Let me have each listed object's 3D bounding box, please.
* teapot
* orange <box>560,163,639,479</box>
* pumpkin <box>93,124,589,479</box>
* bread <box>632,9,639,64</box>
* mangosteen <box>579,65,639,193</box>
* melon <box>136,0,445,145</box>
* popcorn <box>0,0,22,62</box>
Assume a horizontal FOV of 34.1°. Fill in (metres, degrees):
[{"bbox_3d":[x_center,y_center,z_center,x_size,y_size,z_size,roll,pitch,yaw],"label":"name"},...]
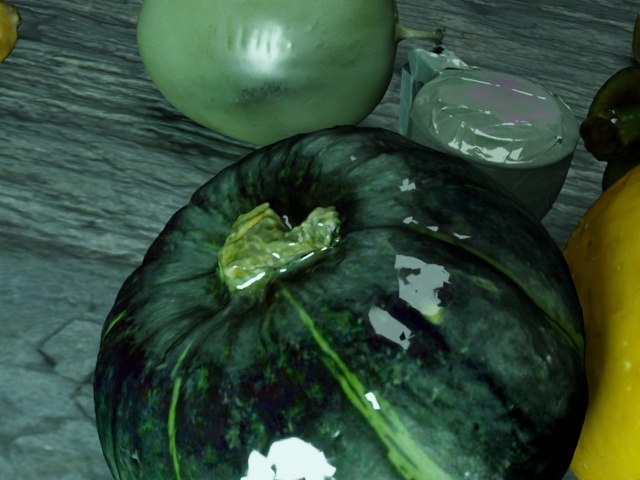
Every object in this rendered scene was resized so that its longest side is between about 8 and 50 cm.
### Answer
[{"bbox_3d":[0.138,-0.078,1.063,0.221,0.178,0.163,31,44,25],"label":"teapot"},{"bbox_3d":[0.312,0.085,0.699,0.340,0.341,0.293,24,17,21],"label":"orange"},{"bbox_3d":[0.012,0.078,0.671,0.323,0.241,0.323,-28,34,21],"label":"pumpkin"},{"bbox_3d":[0.530,-0.318,1.593,0.082,0.106,0.125,38,45,27],"label":"bread"},{"bbox_3d":[0.422,-0.103,1.042,0.297,0.313,0.297,-32,18,11],"label":"mangosteen"},{"bbox_3d":[-0.050,-0.230,1.171,0.308,0.272,0.272,-13,23,28],"label":"melon"},{"bbox_3d":[-0.470,-0.197,1.048,0.332,0.225,0.265,1,51,3],"label":"popcorn"}]
